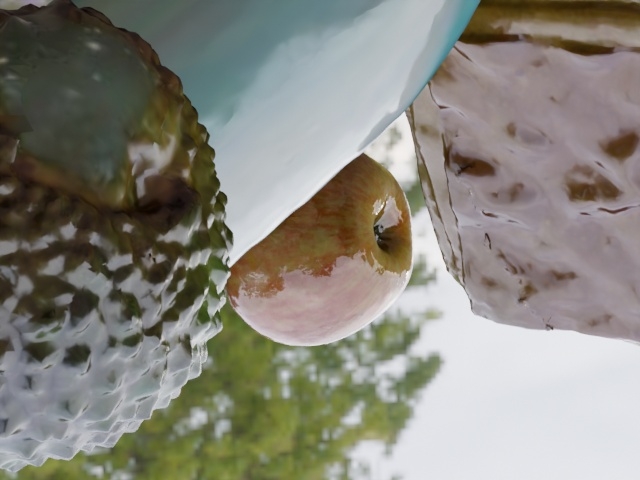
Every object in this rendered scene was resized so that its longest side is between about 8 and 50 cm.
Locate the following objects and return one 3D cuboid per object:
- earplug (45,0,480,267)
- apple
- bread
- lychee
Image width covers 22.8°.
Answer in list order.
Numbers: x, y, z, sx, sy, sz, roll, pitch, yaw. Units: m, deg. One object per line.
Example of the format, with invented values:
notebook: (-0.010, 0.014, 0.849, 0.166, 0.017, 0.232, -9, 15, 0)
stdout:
earplug: (-0.052, -0.083, 0.747, 0.324, 0.185, 0.185, -40, -169, 6)
apple: (0.000, 0.000, 1.145, 0.131, 0.146, 0.146, -10, -175, 39)
bread: (0.219, -0.065, 0.861, 0.324, 0.277, 0.167, 7, -134, 25)
lychee: (-0.112, 0.005, 0.532, 0.171, 0.171, 0.171, -3, -168, 1)
